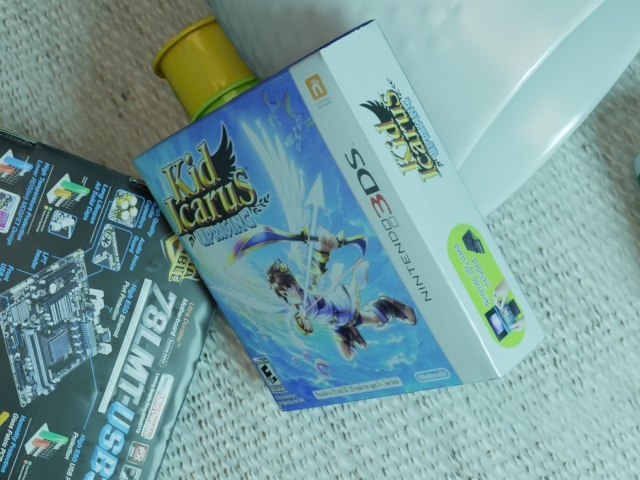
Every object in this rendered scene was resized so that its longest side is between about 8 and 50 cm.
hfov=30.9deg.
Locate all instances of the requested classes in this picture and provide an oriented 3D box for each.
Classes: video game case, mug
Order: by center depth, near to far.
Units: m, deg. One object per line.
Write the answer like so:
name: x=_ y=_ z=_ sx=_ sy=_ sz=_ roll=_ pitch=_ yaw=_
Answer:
video game case: x=0.000 y=0.000 z=0.849 sx=0.061 sy=0.269 sz=0.244 roll=-34 pitch=98 yaw=-37
mug: x=0.088 y=-0.242 z=0.892 sx=0.328 sy=0.276 sz=0.374 roll=43 pitch=111 yaw=15

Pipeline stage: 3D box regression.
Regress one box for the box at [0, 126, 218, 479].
box: x=-0.246 y=0.069 z=0.956 sx=0.293 sy=0.073 sz=0.295 roll=20 pitch=85 yaw=-14

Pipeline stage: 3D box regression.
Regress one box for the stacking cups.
stacking cups: x=-0.033 y=-0.038 z=0.988 sx=0.096 sy=0.096 sz=0.316 roll=-29 pitch=80 yaw=2

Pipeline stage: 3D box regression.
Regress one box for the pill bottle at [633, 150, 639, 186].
pill bottle: x=0.337 y=0.010 z=0.914 sx=0.117 sy=0.117 sz=0.208 roll=-18 pitch=79 yaw=4
